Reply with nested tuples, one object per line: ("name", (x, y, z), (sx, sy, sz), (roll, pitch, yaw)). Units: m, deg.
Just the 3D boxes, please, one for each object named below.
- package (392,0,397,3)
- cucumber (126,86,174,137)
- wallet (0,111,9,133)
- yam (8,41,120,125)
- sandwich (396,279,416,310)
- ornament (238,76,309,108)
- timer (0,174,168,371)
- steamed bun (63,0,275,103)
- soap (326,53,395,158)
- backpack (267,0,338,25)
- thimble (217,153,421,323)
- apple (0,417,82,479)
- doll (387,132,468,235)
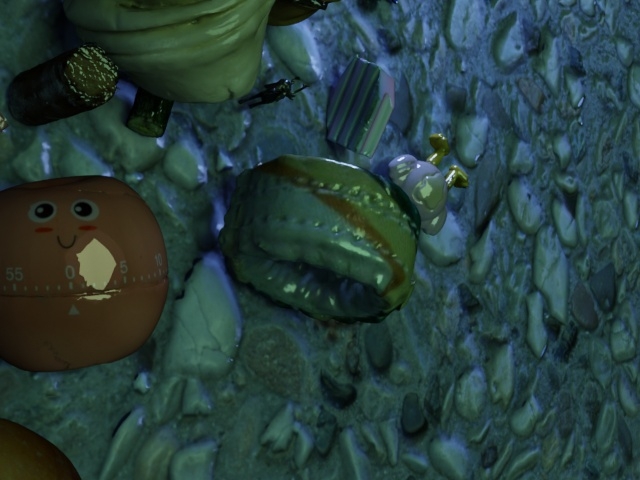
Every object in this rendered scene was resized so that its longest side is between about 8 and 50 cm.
("package", (0.097, -0.531, 1.679), (0.171, 0.027, 0.173), (27, 68, -45))
("cucumber", (-0.216, -0.236, 1.309), (0.058, 0.058, 0.187), (27, 68, -41))
("wallet", (-0.452, -0.112, 1.083), (0.103, 0.020, 0.196), (55, 52, -26))
("yam", (-0.312, -0.185, 1.146), (0.079, 0.141, 0.079), (8, 79, -46))
("sandwich", (0.137, 0.087, 1.658), (0.031, 0.044, 0.083), (-42, 159, -34))
("ornament", (-0.059, -0.225, 1.421), (0.073, 0.125, 0.028), (-39, 111, -38))
("timer", (-0.290, 0.034, 1.088), (0.230, 0.230, 0.214), (-11, 95, -46))
("steamed bun", (-0.205, -0.313, 1.166), (0.203, 0.276, 0.289), (-12, 105, -55))
("soap", (0.067, -0.222, 1.566), (0.056, 0.100, 0.149), (13, 103, -50))
("backpack", (-0.050, -0.509, 1.403), (0.354, 0.201, 0.377), (3, 82, -42))
("thimble", (0.000, 0.000, 1.376), (0.288, 0.254, 0.167), (22, 65, -14))
("apple", (-0.356, 0.306, 0.998), (0.254, 0.254, 0.253), (5, 83, -45))
("doll", (0.129, -0.033, 1.621), (0.365, 0.094, 0.160), (-50, 118, -37))
